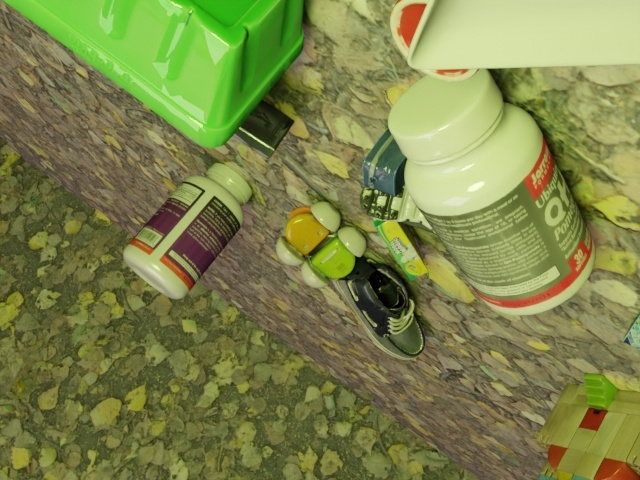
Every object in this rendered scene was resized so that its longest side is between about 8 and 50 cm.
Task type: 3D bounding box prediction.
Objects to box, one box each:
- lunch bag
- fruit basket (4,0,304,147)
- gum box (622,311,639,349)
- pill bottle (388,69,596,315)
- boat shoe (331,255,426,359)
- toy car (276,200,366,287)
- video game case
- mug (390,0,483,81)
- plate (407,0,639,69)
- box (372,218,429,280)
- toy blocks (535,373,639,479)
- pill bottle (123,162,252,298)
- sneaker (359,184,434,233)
[{"bbox_3d":[0.103,-0.118,1.050,0.065,0.098,0.067,24,148,22],"label":"lunch bag"},{"bbox_3d":[-0.217,-0.312,0.936,0.392,0.283,0.392,26,152,15],"label":"fruit basket"},{"bbox_3d":[0.550,0.150,0.979,0.184,0.041,0.157,30,160,22],"label":"gum box"},{"bbox_3d":[0.216,-0.062,0.866,0.176,0.176,0.318,13,150,50],"label":"pill bottle"},{"bbox_3d":[0.165,0.172,1.568,0.340,0.127,0.158,47,166,-24],"label":"boat shoe"},{"bbox_3d":[0.000,0.000,1.482,0.182,0.159,0.136,43,-165,-17],"label":"toy car"},{"bbox_3d":[-0.178,-0.246,1.140,0.274,0.026,0.196,32,-156,-6],"label":"video game case"},{"bbox_3d":[0.131,-0.244,0.607,0.150,0.169,0.113,39,162,-7],"label":"mug"},{"bbox_3d":[0.212,-0.206,0.435,0.277,0.045,0.278,-4,160,-6],"label":"plate"},{"bbox_3d":[0.144,-0.006,1.251,0.179,0.043,0.105,51,-163,-37],"label":"box"},{"bbox_3d":[0.537,0.416,1.281,0.191,0.261,0.381,41,160,-12],"label":"toy blocks"},{"bbox_3d":[-0.310,-0.029,1.641,0.181,0.323,0.181,33,160,13],"label":"pill bottle"},{"bbox_3d":[0.183,-0.052,1.115,0.234,0.078,0.106,16,-167,6],"label":"sneaker"}]
